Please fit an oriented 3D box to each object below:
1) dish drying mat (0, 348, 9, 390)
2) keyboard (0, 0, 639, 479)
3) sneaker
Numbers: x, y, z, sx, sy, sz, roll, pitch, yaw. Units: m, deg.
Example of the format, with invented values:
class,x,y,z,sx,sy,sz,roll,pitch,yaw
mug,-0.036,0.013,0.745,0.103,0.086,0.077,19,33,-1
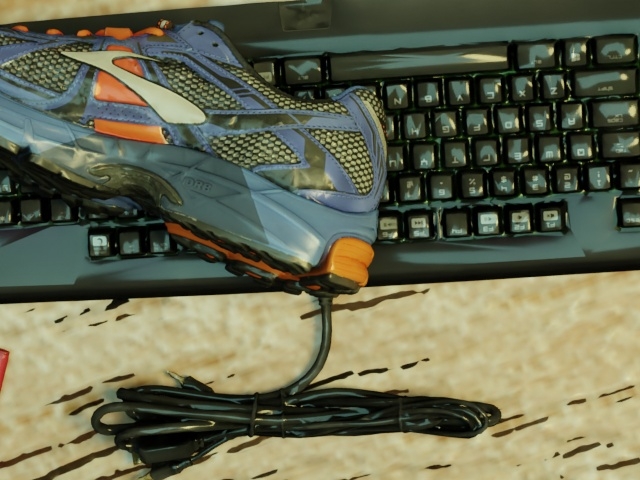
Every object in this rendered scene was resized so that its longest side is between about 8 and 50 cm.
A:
class,x,y,z,sx,sy,sz,roll,pitch,yaw
dish drying mat,-0.160,0.084,0.805,0.032,0.008,0.083,15,95,3
keyboard,0.000,0.000,0.771,0.317,0.033,0.201,-4,95,7
sneaker,-0.072,-0.053,0.735,0.221,0.083,0.087,23,77,1
